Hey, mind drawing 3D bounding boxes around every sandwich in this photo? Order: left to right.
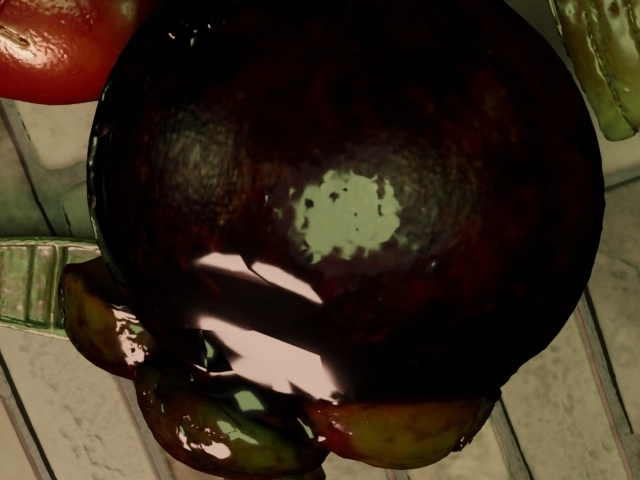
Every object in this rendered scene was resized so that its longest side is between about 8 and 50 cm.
[{"bbox_3d":[0.209,-0.238,1.148,0.099,0.271,0.301,-16,103,18],"label":"sandwich"}]

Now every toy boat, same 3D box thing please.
[{"bbox_3d":[-0.208,0.040,1.349,0.293,0.055,0.093,8,106,-1],"label":"toy boat"}]

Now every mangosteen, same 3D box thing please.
[{"bbox_3d":[0.003,-0.020,1.176,0.381,0.381,0.421,25,126,-5],"label":"mangosteen"}]

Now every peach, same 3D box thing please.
[{"bbox_3d":[-0.229,-0.210,1.217,0.226,0.196,0.190,25,69,-3],"label":"peach"}]
